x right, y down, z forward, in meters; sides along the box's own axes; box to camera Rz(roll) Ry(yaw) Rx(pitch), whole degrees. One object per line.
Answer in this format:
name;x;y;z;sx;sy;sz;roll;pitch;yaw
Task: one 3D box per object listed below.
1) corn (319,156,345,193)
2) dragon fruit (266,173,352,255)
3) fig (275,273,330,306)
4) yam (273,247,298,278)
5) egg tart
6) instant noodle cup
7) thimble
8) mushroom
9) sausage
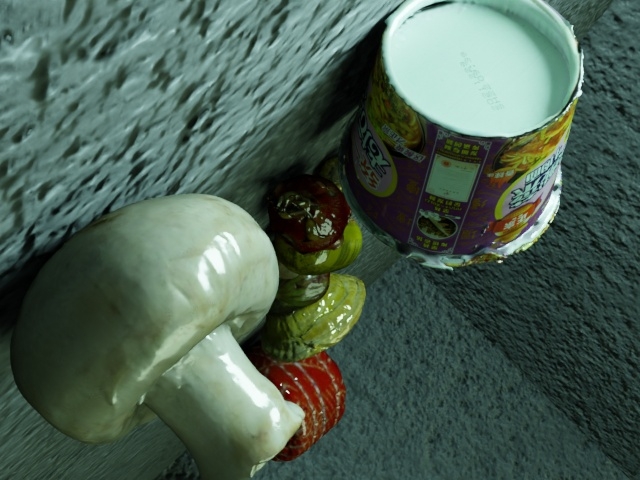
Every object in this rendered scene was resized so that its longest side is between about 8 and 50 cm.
corn;0.034;-0.095;1.492;0.072;0.072;0.203;-44;173;-5
dragon fruit;-0.027;-0.043;1.292;0.125;0.125;0.246;-43;165;7
fig;-0.053;0.093;1.903;0.155;0.109;0.103;-11;180;-23
yam;-0.091;0.042;1.559;0.066;0.066;0.300;-46;171;9
egg tart;-0.031;0.158;2.044;0.290;0.115;0.290;-27;-155;14
instant noodle cup;0.196;-0.164;1.160;0.340;0.340;0.266;-42;163;-20
thimble;-0.112;0.436;2.427;0.231;0.350;0.350;-37;169;-44
mushroom;-0.142;0.107;0.872;0.297;0.290;0.297;-44;172;-7
sausage;0.000;0.000;1.588;0.123;0.123;0.347;-46;171;9
